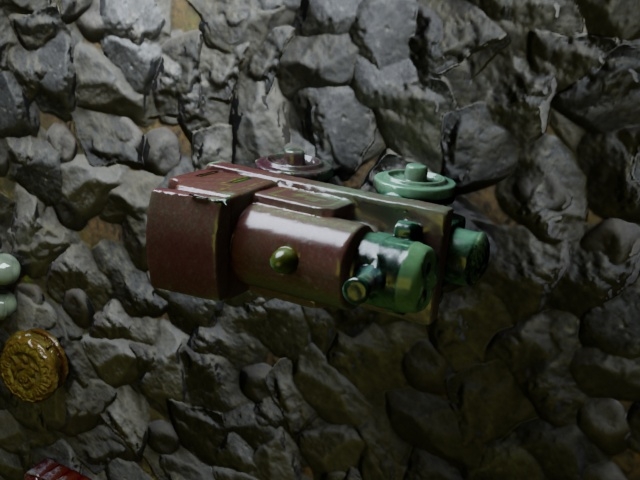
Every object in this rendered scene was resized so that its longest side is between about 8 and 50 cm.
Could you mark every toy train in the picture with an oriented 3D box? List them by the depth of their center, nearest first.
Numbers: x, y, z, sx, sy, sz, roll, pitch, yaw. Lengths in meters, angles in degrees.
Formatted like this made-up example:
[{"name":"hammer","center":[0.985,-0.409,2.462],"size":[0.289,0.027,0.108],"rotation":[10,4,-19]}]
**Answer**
[{"name":"toy train","center":[0.000,0.000,0.809],"size":[0.304,0.221,0.150],"rotation":[12,108,24]}]

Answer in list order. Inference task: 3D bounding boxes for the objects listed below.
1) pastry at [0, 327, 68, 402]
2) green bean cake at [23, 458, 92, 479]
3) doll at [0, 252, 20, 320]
[{"name":"pastry","center":[-0.403,0.175,1.178],"size":[0.109,0.057,0.097],"rotation":[30,112,15]},{"name":"green bean cake","center":[-0.380,0.405,1.234],"size":[0.136,0.056,0.135],"rotation":[18,114,23]},{"name":"doll","center":[-0.543,0.011,1.167],"size":[0.275,0.113,0.155],"rotation":[37,126,14]}]
